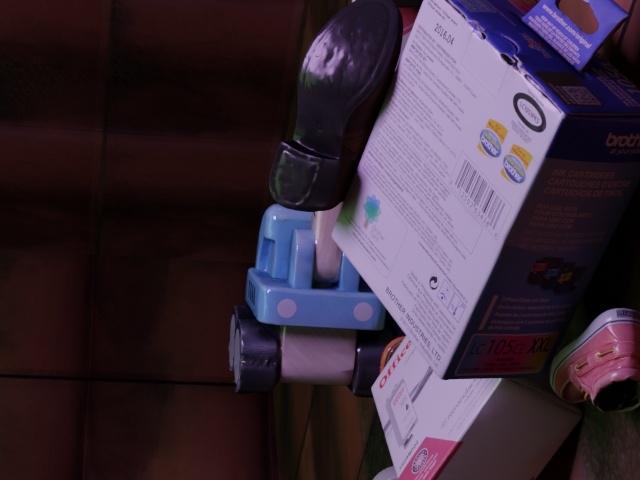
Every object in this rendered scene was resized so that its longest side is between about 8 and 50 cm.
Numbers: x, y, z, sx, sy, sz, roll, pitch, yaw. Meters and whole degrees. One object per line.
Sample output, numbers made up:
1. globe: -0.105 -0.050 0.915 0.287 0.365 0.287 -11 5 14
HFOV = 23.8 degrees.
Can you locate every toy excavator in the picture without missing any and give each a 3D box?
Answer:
1. toy excavator: 0.000 0.000 2.130 0.433 0.222 0.445 -146 59 -81

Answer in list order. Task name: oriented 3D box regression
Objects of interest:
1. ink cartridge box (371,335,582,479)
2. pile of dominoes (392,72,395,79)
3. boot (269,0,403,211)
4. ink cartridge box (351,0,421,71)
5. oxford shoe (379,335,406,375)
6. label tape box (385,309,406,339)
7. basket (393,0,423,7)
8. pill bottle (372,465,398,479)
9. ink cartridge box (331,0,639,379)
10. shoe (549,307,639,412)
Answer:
1. ink cartridge box: 0.176 0.193 1.813 0.207 0.117 0.283 -58 19 17
2. pile of dominoes: 0.122 -0.248 2.264 0.251 0.040 0.196 -53 -30 -17
3. boot: 0.074 -0.151 1.762 0.280 0.096 0.264 -7 -63 -61
4. ink cartridge box: 0.139 -0.302 2.123 0.092 0.218 0.159 -29 43 27
5. oxford shoe: 0.159 0.260 2.091 0.098 0.097 0.271 12 124 63
6. label tape box: 0.152 0.017 2.272 0.249 0.115 0.348 105 168 -51
7. basket: 0.164 -0.375 1.951 0.204 0.226 0.154 -99 15 -50
8. pill bottle: 0.134 0.428 2.202 0.221 0.121 0.121 -105 20 -64
9. ink cartridge box: 0.187 -0.086 1.585 0.270 0.151 0.395 53 134 43
10. shoe: 0.282 0.144 1.547 0.178 0.063 0.081 115 162 -57
